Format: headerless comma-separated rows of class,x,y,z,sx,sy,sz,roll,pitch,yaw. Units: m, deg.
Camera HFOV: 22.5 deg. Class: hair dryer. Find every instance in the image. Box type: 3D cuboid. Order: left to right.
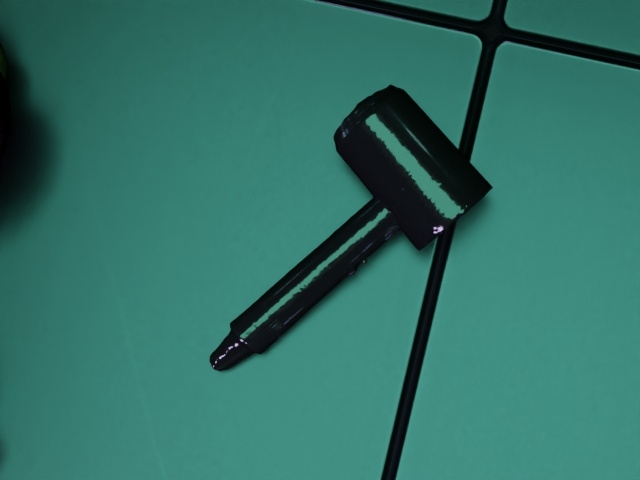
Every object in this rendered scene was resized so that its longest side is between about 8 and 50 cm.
hair dryer,0.001,0.001,1.215,0.248,0.070,0.114,-41,82,8

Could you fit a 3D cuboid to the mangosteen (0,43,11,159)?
mangosteen,-0.317,-0.120,1.201,0.194,0.194,0.230,17,59,7
